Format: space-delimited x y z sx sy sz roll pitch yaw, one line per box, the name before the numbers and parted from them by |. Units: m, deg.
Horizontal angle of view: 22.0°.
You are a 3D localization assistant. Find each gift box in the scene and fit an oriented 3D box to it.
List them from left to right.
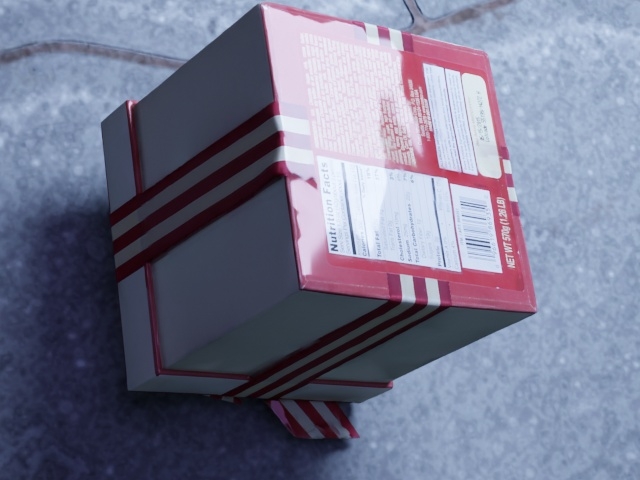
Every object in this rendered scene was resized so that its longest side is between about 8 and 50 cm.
gift box | 0.000 0.000 1.256 0.276 0.258 0.255 13 62 -35
